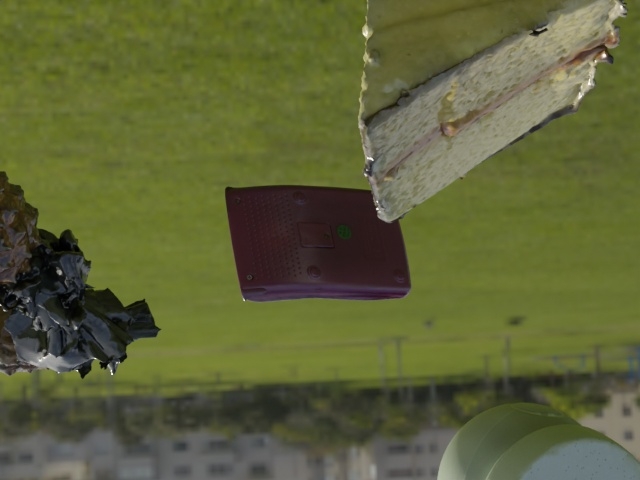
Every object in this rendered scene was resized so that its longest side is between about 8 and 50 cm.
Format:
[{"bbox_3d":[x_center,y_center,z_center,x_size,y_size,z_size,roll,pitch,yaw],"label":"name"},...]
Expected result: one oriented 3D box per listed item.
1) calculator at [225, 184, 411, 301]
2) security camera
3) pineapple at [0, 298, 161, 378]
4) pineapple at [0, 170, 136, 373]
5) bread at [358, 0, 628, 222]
[{"bbox_3d":[0.000,0.000,1.475,0.191,0.126,0.034,0,153,-24],"label":"calculator"},{"bbox_3d":[0.219,0.271,1.561,0.195,0.194,0.236,0,-175,-20],"label":"security camera"},{"bbox_3d":[-0.271,0.085,1.542,0.128,0.128,0.248,-6,167,30],"label":"pineapple"},{"bbox_3d":[-0.248,0.028,1.214,0.119,0.111,0.237,18,159,46],"label":"pineapple"},{"bbox_3d":[0.124,-0.098,1.058,0.178,0.135,0.240,2,163,6],"label":"bread"}]
